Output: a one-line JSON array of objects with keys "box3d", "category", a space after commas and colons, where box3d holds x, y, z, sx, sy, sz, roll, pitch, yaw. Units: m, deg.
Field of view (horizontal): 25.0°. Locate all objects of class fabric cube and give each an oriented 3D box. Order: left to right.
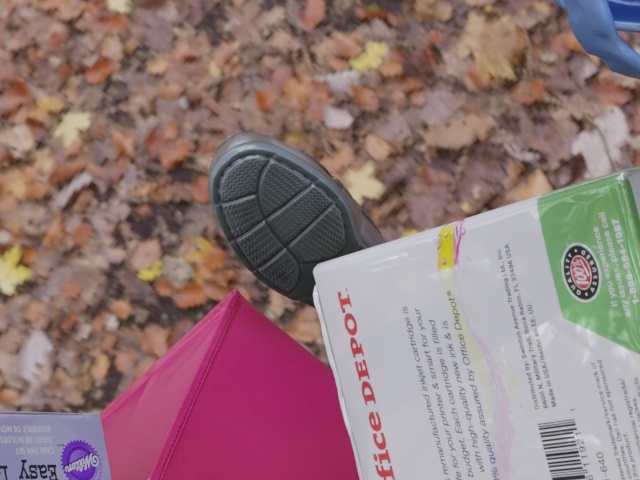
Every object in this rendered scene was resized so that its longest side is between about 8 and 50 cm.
[{"box3d": [-0.076, 0.250, 1.178, 0.259, 0.258, 0.254, -42, 14, 32], "category": "fabric cube"}]

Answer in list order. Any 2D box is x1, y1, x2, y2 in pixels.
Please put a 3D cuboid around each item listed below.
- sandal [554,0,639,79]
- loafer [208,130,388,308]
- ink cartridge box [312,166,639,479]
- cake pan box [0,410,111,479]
[{"box3d": [0.219, -0.125, 0.558, 0.317, 0.138, 0.126, -11, 112, 30], "category": "sandal"}, {"box3d": [0.000, 0.000, 1.152, 0.096, 0.267, 0.084, -36, 35, 14], "category": "loafer"}, {"box3d": [0.138, 0.079, 0.873, 0.278, 0.117, 0.201, -18, 84, 52], "category": "ink cartridge box"}, {"box3d": [-0.309, 0.180, 0.970, 0.246, 0.267, 0.070, -26, 68, 37], "category": "cake pan box"}]
